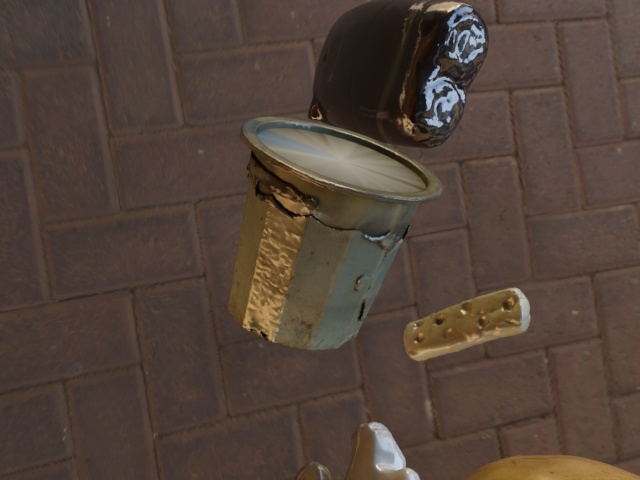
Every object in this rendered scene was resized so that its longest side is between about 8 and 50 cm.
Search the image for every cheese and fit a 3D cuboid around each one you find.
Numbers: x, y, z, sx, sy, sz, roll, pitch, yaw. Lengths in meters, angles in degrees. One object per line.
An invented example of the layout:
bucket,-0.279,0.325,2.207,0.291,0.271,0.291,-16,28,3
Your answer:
cheese,0.199,0.117,1.106,0.043,0.194,0.064,18,58,-46

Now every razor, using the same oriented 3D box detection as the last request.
razor,0.091,-0.243,1.143,0.114,0.349,0.204,15,95,-28

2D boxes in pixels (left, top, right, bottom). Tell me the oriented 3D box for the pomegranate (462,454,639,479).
pomegranate,0.262,0.368,0.828,0.320,0.319,0.318,1,86,-13

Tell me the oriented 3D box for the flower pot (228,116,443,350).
flower pot,0.000,0.000,0.832,0.213,0.212,0.202,11,109,-12

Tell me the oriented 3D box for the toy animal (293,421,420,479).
toy animal,0.015,0.343,0.875,0.188,0.266,0.307,31,83,-39
